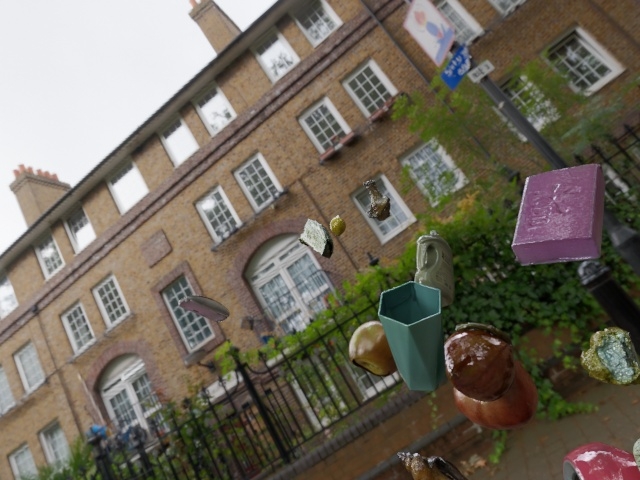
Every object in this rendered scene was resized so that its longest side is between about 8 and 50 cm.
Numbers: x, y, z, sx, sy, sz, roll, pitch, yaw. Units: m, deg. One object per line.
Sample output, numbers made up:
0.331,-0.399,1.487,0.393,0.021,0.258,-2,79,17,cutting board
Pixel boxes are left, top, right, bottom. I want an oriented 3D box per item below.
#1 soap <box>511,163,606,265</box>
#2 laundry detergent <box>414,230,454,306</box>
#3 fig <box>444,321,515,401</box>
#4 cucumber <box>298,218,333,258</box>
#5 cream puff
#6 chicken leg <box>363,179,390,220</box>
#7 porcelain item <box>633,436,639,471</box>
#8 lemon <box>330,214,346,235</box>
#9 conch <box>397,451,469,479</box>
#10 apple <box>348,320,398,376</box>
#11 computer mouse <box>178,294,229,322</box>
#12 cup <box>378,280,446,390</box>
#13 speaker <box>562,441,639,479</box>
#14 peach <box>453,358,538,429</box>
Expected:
0.582,-0.064,1.129,0.181,0.081,0.259,-8,41,43,soap
0.363,0.075,1.489,0.091,0.253,0.181,-21,-43,38,laundry detergent
0.411,0.310,1.197,0.205,0.205,0.205,-29,-19,-11,fig
0.003,-0.002,2.176,0.105,0.325,0.145,20,-83,-22,cucumber
0.754,0.306,1.206,0.156,0.156,0.121,-35,-23,7,cream puff
0.270,-0.189,2.181,0.125,0.196,0.080,-5,6,10,chicken leg
0.875,0.523,1.073,0.253,0.253,0.253,-29,-19,-11,porcelain item
0.070,-0.061,1.863,0.065,0.092,0.065,2,-21,1,lemon
0.332,0.660,1.320,0.232,0.086,0.080,12,-12,-4,conch
0.233,0.457,1.935,0.207,0.237,0.237,-50,-12,-20,apple
-0.540,0.311,2.156,0.245,0.056,0.126,30,-45,-34,computer mouse
0.218,0.226,1.063,0.134,0.236,0.148,-2,35,19,cup
0.788,0.711,1.245,0.294,0.294,0.294,-29,-19,-11,speaker
0.529,0.455,1.383,0.232,0.232,0.256,-37,-52,13,peach
